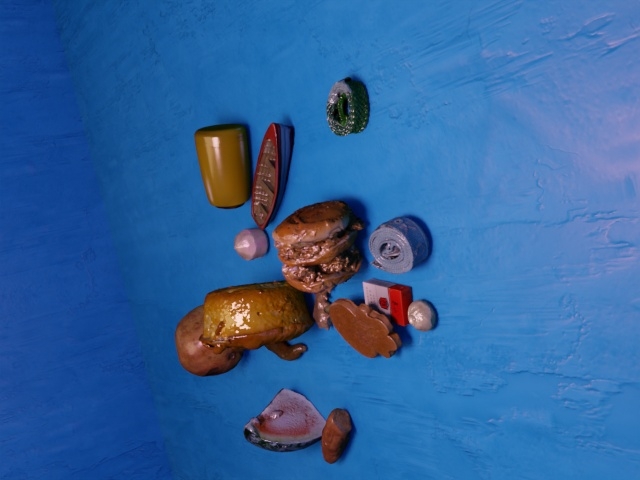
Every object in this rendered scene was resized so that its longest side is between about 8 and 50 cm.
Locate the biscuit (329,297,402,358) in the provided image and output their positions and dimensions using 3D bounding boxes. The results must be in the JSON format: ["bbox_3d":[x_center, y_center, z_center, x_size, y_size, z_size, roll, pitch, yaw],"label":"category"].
[{"bbox_3d":[0.125,0.246,1.855,0.202,0.044,0.288,58,152,-10],"label":"biscuit"}]

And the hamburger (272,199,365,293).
[{"bbox_3d":[0.003,0.004,1.836,0.245,0.260,0.211,-80,-25,-63],"label":"hamburger"}]

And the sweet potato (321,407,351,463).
[{"bbox_3d":[0.048,0.639,2.121,0.097,0.097,0.252,41,137,38],"label":"sweet potato"}]

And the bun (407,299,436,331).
[{"bbox_3d":[0.254,0.195,1.694,0.086,0.054,0.086,24,121,49],"label":"bun"}]

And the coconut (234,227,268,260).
[{"bbox_3d":[-0.242,0.014,2.249,0.110,0.124,0.110,20,117,48],"label":"coconut"}]

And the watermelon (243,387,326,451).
[{"bbox_3d":[-0.102,0.609,2.244,0.289,0.320,0.214,-5,71,25],"label":"watermelon"}]

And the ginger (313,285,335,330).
[{"bbox_3d":[0.009,0.195,2.038,0.069,0.051,0.173,28,126,42],"label":"ginger"}]

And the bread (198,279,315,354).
[{"bbox_3d":[-0.212,0.233,2.094,0.337,0.358,0.204,-15,85,53],"label":"bread"}]

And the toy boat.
[{"bbox_3d":[-0.153,-0.207,2.084,0.136,0.079,0.392,50,139,34],"label":"toy boat"}]

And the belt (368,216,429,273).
[{"bbox_3d":[0.199,0.011,1.679,0.163,0.082,0.148,20,129,46],"label":"belt"}]

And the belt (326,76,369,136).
[{"bbox_3d":[0.063,-0.348,1.731,0.121,0.079,0.151,37,130,42],"label":"belt"}]

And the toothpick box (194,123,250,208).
[{"bbox_3d":[-0.321,-0.247,2.222,0.175,0.175,0.271,18,120,50],"label":"toothpick box"}]

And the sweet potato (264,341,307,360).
[{"bbox_3d":[-0.131,0.370,2.291,0.233,0.062,0.081,15,113,48],"label":"sweet potato"}]

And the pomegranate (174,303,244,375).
[{"bbox_3d":[-0.417,0.377,2.507,0.281,0.281,0.281,25,122,48],"label":"pomegranate"}]

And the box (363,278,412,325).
[{"bbox_3d":[0.183,0.165,1.790,0.152,0.048,0.100,12,115,54],"label":"box"}]
